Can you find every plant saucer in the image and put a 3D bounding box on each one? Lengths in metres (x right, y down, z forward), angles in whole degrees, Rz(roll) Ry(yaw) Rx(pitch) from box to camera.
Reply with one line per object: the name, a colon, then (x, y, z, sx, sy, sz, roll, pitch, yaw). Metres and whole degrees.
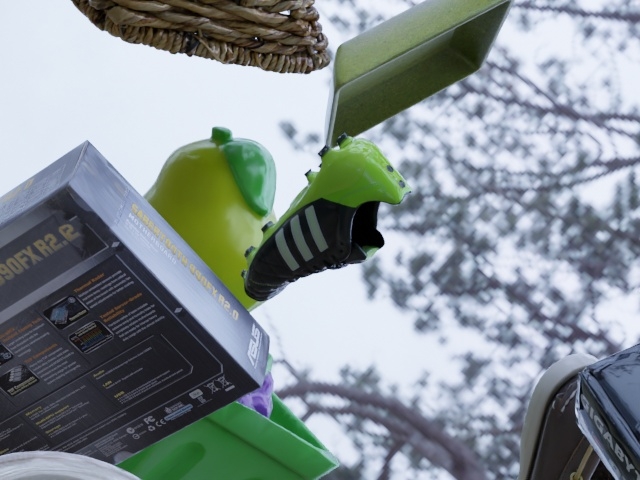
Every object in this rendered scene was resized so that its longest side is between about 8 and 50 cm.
plant saucer: (0.079, -0.172, 1.222, 0.045, 0.188, 0.188, 60, -9, 10)

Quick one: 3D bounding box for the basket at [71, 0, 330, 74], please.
basket: (-0.138, -0.268, 1.162, 0.299, 0.214, 0.223, -114, -175, -52)

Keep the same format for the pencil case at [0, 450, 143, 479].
pencil case: (-0.198, 0.160, 0.501, 0.184, 0.159, 0.410, 7, -11, -36)

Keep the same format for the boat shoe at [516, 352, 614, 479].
boat shoe: (0.240, 0.269, 1.208, 0.097, 0.117, 0.324, 37, -53, 52)

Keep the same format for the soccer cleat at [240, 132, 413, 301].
soccer cleat: (0.000, 0.000, 0.924, 0.072, 0.060, 0.179, 44, -47, 7)

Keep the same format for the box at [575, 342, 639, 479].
box: (0.253, 0.093, 0.582, 0.051, 0.220, 0.175, 81, -16, -51)

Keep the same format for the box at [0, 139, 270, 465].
box: (-0.178, 0.068, 0.822, 0.231, 0.056, 0.183, -31, -63, 21)

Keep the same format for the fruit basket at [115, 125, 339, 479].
fruit basket: (-0.130, 0.078, 1.359, 0.392, 0.392, 0.283, 18, -16, 47)
